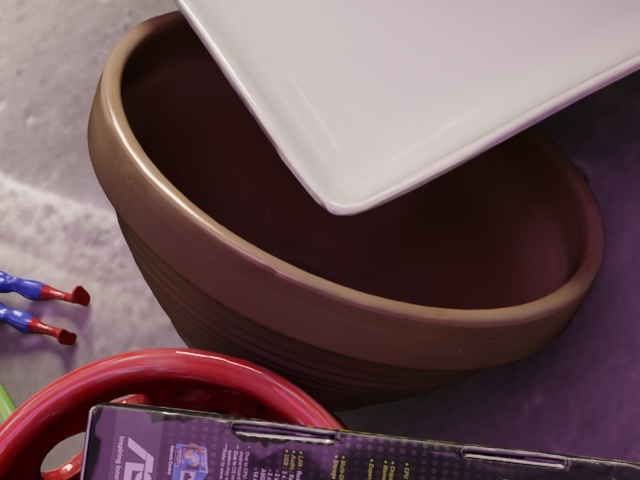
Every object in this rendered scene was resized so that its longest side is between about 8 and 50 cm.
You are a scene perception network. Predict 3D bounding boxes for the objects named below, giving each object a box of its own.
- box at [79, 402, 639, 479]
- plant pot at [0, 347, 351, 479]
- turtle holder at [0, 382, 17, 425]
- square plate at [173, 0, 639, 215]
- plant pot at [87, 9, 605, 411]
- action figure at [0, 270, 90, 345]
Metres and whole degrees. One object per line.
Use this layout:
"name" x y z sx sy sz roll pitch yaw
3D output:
"box" 0.011 0.201 0.657 0.216 0.060 0.270 6 84 0
"plant pot" -0.046 0.158 0.799 0.191 0.174 0.191 -5 70 12
"turtle holder" -0.271 0.092 0.851 0.243 0.227 0.320 -20 68 8
"square plate" 0.064 -0.185 0.897 0.347 0.049 0.344 -25 58 -19
"plant pot" 0.000 0.000 0.850 0.237 0.237 0.109 38 123 23
"action figure" -0.177 0.025 0.960 0.115 0.030 0.038 12 80 20
